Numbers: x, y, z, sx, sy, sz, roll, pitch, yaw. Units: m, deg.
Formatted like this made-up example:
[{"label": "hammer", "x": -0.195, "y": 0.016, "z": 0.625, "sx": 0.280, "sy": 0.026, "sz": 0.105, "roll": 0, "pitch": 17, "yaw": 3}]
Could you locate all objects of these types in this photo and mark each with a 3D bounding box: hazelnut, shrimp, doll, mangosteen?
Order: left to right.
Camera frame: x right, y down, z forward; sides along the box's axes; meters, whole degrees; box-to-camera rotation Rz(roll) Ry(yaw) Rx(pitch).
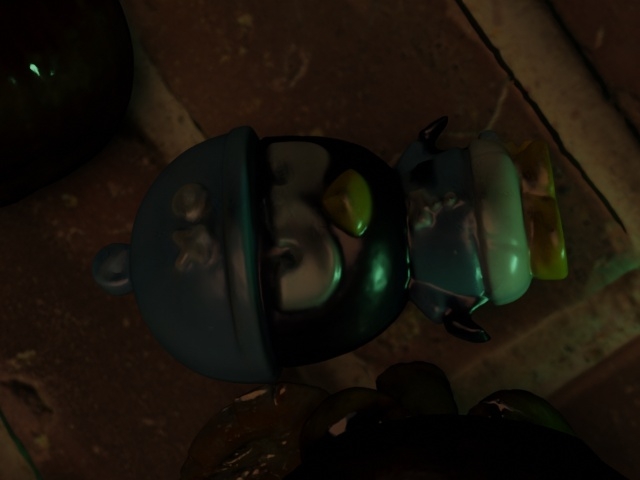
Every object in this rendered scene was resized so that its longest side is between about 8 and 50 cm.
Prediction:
[{"label": "hazelnut", "x": -0.251, "y": -0.116, "z": 0.788, "sx": 0.234, "sy": 0.218, "sz": 0.218, "roll": -12, "pitch": 86, "yaw": 14}, {"label": "shrimp", "x": -0.064, "y": 0.162, "z": 0.800, "sx": 0.190, "sy": 0.101, "sz": 0.042, "roll": -44, "pitch": 36, "yaw": 19}, {"label": "doll", "x": 0.000, "y": 0.000, "z": 0.752, "sx": 0.314, "sy": 0.141, "sz": 0.177, "roll": -10, "pitch": 66, "yaw": 8}, {"label": "mangosteen", "x": 0.088, "y": 0.219, "z": 0.655, "sx": 0.297, "sy": 0.297, "sz": 0.293, "roll": 29, "pitch": 65, "yaw": 13}]
